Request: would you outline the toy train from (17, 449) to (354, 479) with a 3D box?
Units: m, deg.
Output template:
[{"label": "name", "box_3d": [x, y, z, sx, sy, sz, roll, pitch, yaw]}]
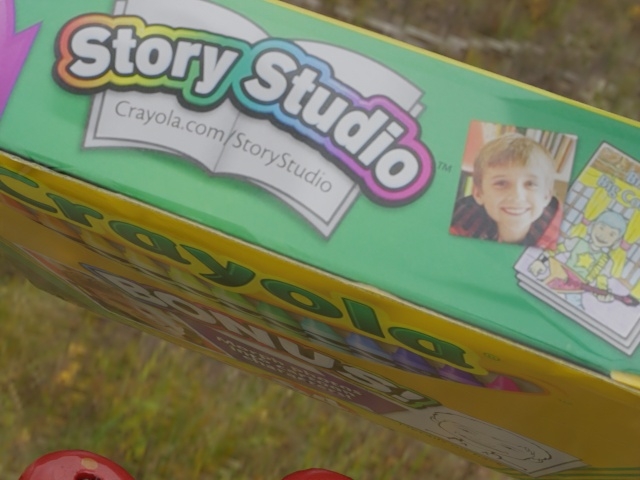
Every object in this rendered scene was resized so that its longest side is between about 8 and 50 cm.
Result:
[{"label": "toy train", "box_3d": [0.007, 0.156, 0.591, 0.248, 0.105, 0.143, 8, 30, -27]}]

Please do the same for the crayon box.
[{"label": "crayon box", "box_3d": [0.000, 0.000, 0.815, 0.363, 0.313, 0.106, 20, 79, 15]}]
